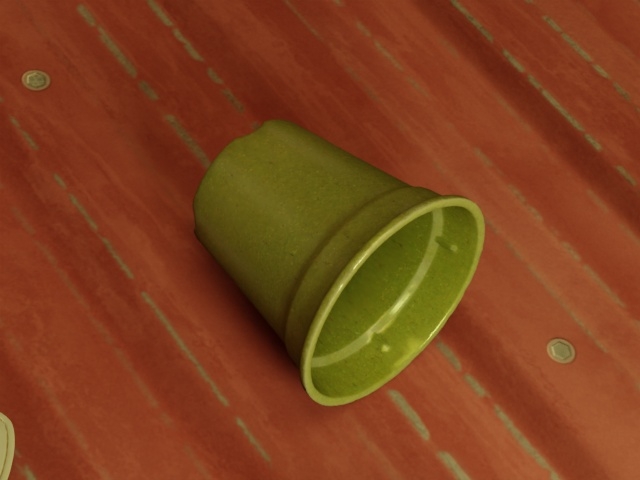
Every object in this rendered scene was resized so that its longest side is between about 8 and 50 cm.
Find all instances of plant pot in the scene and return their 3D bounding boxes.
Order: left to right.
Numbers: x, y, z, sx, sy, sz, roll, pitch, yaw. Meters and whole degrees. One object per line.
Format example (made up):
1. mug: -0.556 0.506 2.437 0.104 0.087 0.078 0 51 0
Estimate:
1. plant pot: 0.000 0.000 1.459 0.276 0.276 0.254 -32 56 -30

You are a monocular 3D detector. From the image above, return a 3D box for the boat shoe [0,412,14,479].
1. boat shoe: -0.368 0.284 1.260 0.095 0.079 0.254 15 55 -4
